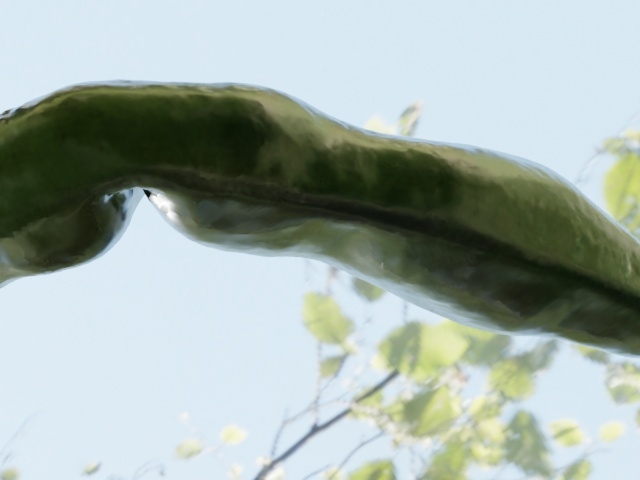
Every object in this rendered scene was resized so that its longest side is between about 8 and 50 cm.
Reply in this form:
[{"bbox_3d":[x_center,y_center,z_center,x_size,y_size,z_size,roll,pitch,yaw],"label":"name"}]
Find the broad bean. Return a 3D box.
[{"bbox_3d":[-0.001,-0.006,0.336,0.195,0.061,0.046,2,-136,-15],"label":"broad bean"}]
